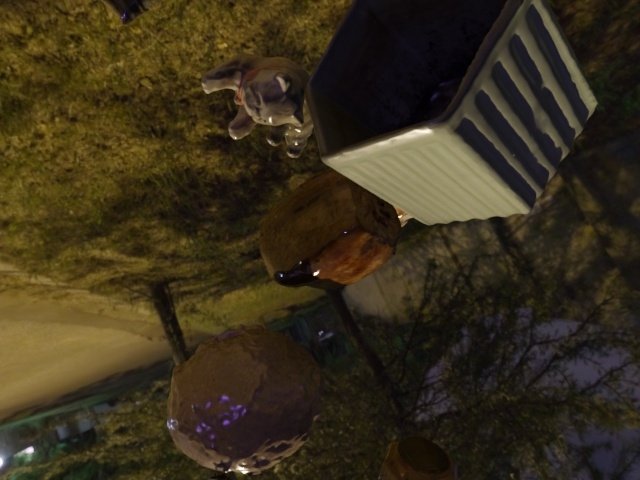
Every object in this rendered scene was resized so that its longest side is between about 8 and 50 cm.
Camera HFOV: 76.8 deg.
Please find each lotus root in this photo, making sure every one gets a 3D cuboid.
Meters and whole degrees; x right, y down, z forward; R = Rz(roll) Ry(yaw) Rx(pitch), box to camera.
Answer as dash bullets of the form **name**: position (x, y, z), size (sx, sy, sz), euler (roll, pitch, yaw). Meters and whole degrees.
- **lotus root**: position (0.007, -0.002, 0.695), size (0.193, 0.193, 0.291), euler (-16, 171, -42)

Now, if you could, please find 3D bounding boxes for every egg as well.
- **egg**: position (-0.144, 0.304, 0.787), size (0.311, 0.278, 0.279), euler (-6, 170, 2)

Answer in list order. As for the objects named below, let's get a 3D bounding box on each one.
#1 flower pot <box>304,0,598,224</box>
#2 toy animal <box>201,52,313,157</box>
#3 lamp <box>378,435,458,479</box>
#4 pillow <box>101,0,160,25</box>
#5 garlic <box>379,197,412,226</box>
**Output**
- **flower pot**: position (0.123, -0.145, 0.410), size (0.190, 0.209, 0.239), euler (25, 98, -40)
- **toy animal**: position (-0.074, -0.302, 0.950), size (0.188, 0.307, 0.266), euler (11, -130, 33)
- **lamp**: position (0.190, 0.507, 0.809), size (0.161, 0.184, 0.161), euler (10, -168, -2)
- **pillow**: position (-0.225, -0.389, 0.556), size (0.203, 0.113, 0.038), euler (-45, 172, -12)
- **garlic**: position (0.253, -0.159, 1.177), size (0.185, 0.203, 0.281), euler (4, 154, -6)
